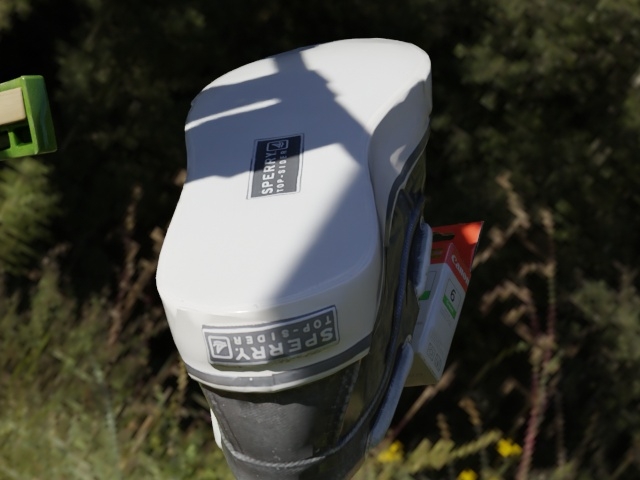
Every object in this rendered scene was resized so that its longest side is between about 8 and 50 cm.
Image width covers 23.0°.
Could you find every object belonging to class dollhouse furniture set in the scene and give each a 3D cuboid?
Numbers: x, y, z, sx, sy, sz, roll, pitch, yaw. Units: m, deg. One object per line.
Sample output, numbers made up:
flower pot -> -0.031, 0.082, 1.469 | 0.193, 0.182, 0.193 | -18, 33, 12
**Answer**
dollhouse furniture set -> -0.191, -0.044, 0.704 | 0.152, 0.058, 0.076 | -12, 91, -58

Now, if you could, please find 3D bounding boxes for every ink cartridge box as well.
ink cartridge box -> 0.045, 0.027, 0.854 | 0.029, 0.063, 0.115 | 55, 41, -37

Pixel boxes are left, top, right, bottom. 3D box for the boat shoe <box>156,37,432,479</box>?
boat shoe -> 0.000, 0.000, 0.665 | 0.108, 0.102, 0.301 | -7, 26, 6
